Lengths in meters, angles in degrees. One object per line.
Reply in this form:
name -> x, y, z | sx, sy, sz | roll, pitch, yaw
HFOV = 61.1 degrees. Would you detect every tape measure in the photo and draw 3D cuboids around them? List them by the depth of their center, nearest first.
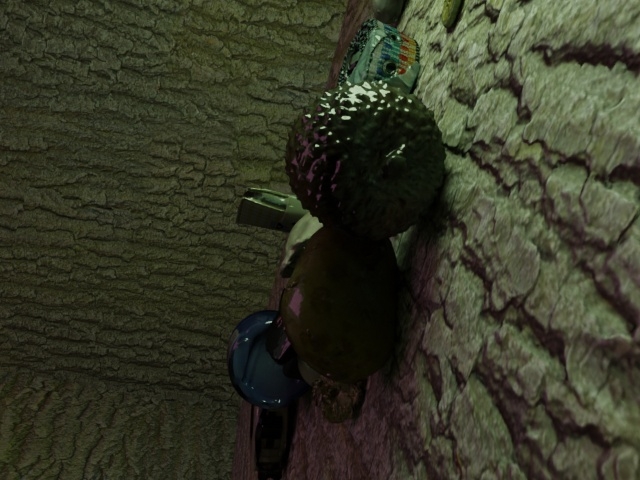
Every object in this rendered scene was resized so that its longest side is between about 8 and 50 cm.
tape measure -> -0.148, 0.555, 1.664 | 0.271, 0.132, 0.232 | -113, 30, -74

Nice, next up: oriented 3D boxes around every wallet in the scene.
wallet -> -0.064, -0.064, 1.447 | 0.223, 0.309, 0.077 | 137, 142, -73

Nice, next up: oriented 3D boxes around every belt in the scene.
belt -> 0.128, -0.377, 1.241 | 0.207, 0.150, 0.258 | 129, 154, -50

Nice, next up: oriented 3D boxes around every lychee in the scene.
lychee -> 0.065, -0.124, 0.861 | 0.274, 0.255, 0.256 | 14, 90, 65

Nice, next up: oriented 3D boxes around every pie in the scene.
pie -> 0.242, -0.432, 0.992 | 0.084, 0.021, 0.084 | -169, 90, -85

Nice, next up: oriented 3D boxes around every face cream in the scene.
face cream -> -0.139, 0.329, 1.529 | 0.225, 0.248, 0.249 | -177, 101, -80

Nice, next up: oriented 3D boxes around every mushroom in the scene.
mushroom -> 0.203, -0.674, 1.417 | 0.278, 0.096, 0.099 | 120, 132, -65

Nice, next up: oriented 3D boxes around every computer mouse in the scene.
computer mouse -> -0.014, 0.126, 1.129 | 0.295, 0.087, 0.168 | -39, 25, 5

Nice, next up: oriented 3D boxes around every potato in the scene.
potato -> 0.038, 0.087, 0.928 | 0.173, 0.210, 0.308 | -35, 29, 44

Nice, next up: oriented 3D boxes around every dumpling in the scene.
dumpling -> 0.000, 0.000, 1.241 | 0.132, 0.250, 0.162 | 54, -177, 30

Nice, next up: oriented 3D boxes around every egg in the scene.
egg -> 0.008, 0.240, 1.148 | 0.114, 0.114, 0.152 | 114, 164, -50

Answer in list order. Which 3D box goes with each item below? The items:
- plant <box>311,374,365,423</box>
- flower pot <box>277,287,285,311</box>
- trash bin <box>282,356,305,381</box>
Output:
plant -> 0.045, 0.289, 1.046 | 0.116, 0.104, 0.122 | -42, -20, 4
flower pot -> -0.088, 0.244, 1.814 | 0.157, 0.106, 0.158 | -170, 90, -82
trash bin -> -0.006, 0.206, 1.313 | 0.165, 0.114, 0.226 | -89, 17, -54
